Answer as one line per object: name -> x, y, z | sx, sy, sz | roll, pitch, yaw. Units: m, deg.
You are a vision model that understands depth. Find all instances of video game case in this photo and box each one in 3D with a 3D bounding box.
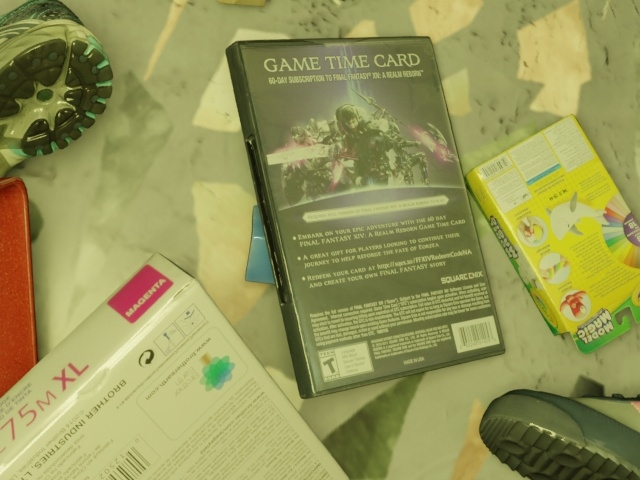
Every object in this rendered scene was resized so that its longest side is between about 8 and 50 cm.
video game case -> 0.039, -0.027, 0.969 | 0.196, 0.026, 0.274 | -8, 81, -35

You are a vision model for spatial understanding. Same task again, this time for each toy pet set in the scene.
toy pet set -> 0.000, 0.000, 0.978 | 0.114, 0.065, 0.122 | 7, 80, -7

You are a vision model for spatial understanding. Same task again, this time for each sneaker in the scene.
sneaker -> -0.287, -0.083, 0.943 | 0.283, 0.110, 0.122 | -33, 43, 4
sneaker -> 0.283, 0.160, 0.987 | 0.318, 0.112, 0.131 | 21, 62, -7

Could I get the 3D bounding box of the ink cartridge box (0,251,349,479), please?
ink cartridge box -> -0.095, 0.173, 0.877 | 0.186, 0.065, 0.311 | -44, 131, -12

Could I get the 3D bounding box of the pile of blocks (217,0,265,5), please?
pile of blocks -> -0.029, -0.282, 1.011 | 0.362, 0.149, 0.113 | 5, 38, -16

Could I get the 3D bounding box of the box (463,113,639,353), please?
box -> 0.210, -0.003, 1.021 | 0.105, 0.043, 0.179 | -28, 84, -12

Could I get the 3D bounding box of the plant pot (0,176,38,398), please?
plant pot -> -0.348, 0.107, 0.800 | 0.235, 0.267, 0.268 | 1, 102, 12
